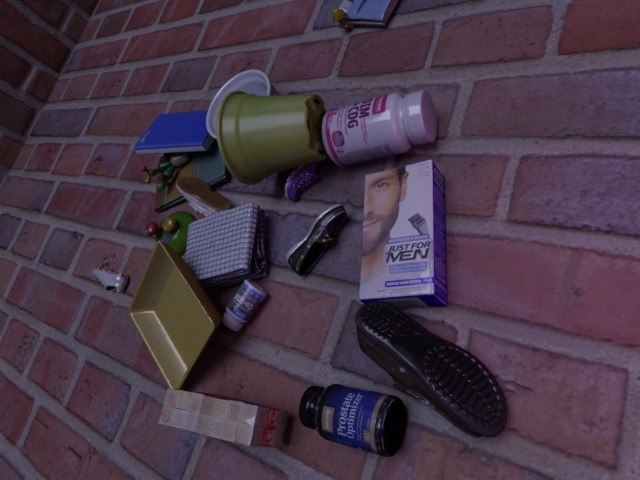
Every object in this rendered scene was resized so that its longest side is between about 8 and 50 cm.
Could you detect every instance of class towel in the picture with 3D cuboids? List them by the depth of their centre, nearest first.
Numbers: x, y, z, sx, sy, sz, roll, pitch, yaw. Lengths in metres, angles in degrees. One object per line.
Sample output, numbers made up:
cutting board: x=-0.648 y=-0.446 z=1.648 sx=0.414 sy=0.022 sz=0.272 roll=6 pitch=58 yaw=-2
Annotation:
towel: x=-0.288 y=0.026 z=1.406 sx=0.283 sy=0.121 sz=0.235 roll=-17 pitch=59 yaw=28
towel: x=-0.486 y=-0.278 z=1.727 sx=0.370 sy=0.040 sz=0.272 roll=-20 pitch=58 yaw=27

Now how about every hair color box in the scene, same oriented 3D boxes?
hair color box: x=0.202 y=-0.011 z=1.108 sx=0.185 sy=0.110 sz=0.339 roll=-10 pitch=62 yaw=31

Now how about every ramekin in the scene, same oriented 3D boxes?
ramekin: x=-0.249 y=-0.437 z=1.582 sx=0.277 sy=0.135 sz=0.277 roll=-14 pitch=62 yaw=28

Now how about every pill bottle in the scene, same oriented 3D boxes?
pill bottle: x=0.066 y=0.385 z=0.999 sx=0.219 sy=0.122 sz=0.123 roll=-1 pitch=68 yaw=35
pill bottle: x=0.159 y=-0.307 z=1.238 sx=0.282 sy=0.160 sz=0.161 roll=-7 pitch=65 yaw=30
pill bottle: x=-0.222 y=0.187 z=1.309 sx=0.078 sy=0.078 sz=0.137 roll=34 pitch=89 yaw=39

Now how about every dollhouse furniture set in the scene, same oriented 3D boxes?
dollhouse furniture set: x=0.189 y=-0.835 z=1.442 sx=0.286 sy=0.198 sz=0.304 roll=27 pitch=85 yaw=39

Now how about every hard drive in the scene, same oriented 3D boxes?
hard drive: x=-0.519 y=-0.408 z=1.702 sx=0.318 sy=0.040 sz=0.210 roll=2 pitch=52 yaw=24

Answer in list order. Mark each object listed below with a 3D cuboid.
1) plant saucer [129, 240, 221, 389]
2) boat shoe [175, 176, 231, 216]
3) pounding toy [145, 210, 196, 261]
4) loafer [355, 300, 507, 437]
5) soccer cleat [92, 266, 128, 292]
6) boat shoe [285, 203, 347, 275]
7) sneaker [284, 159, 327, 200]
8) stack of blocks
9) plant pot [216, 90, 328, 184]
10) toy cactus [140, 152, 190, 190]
plant saucer: x=-0.421 y=0.221 z=1.338 sx=0.333 sy=0.081 sz=0.333 roll=49 pitch=124 yaw=24
boat shoe: x=-0.407 y=-0.131 z=1.562 sx=0.098 sy=0.096 sz=0.277 roll=-26 pitch=47 yaw=-35
pounding toy: x=-0.525 y=-0.018 z=1.583 sx=0.183 sy=0.110 sz=0.237 roll=-44 pitch=52 yaw=8
loafer: x=0.223 y=0.275 z=0.970 sx=0.133 sy=0.130 sz=0.366 roll=-28 pitch=52 yaw=-32
soccer cleat: x=-0.805 y=0.149 z=1.717 sx=0.196 sy=0.068 sz=0.076 roll=8 pitch=76 yaw=33
boat shoe: x=0.000 y=0.000 z=1.255 sx=0.228 sy=0.081 sz=0.069 roll=-49 pitch=54 yaw=14
sneaker: x=-0.043 y=-0.191 z=1.379 sx=0.071 sy=0.068 sz=0.170 roll=37 pitch=90 yaw=33
stack of blocks: x=-0.230 y=0.441 z=1.137 sx=0.297 sy=0.171 sz=0.087 roll=-2 pitch=67 yaw=31
plant pot: x=-0.112 y=-0.307 z=1.305 sx=0.253 sy=0.276 sz=0.276 roll=-2 pitch=67 yaw=24
toy cactus: x=-0.582 y=-0.298 z=1.725 sx=0.180 sy=0.112 sz=0.219 roll=-20 pitch=48 yaw=15
